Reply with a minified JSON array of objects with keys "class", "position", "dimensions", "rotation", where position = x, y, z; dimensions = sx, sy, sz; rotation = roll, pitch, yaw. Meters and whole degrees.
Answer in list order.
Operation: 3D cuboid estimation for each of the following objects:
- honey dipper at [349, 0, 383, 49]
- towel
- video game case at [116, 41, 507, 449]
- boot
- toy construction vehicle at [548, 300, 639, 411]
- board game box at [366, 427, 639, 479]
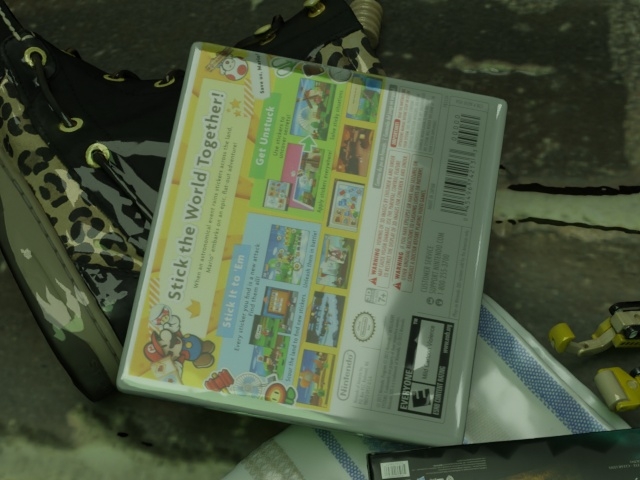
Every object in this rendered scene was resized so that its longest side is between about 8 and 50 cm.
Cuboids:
[{"class":"honey dipper","position":[0.043,-0.226,0.914],"dimensions":[0.030,0.030,0.161],"rotation":[3,53,9]},{"class":"towel","position":[0.057,0.168,0.632],"dimensions":[0.285,0.034,0.209],"rotation":[-33,57,-16]},{"class":"video game case","position":[0.000,0.000,0.657],"dimensions":[0.206,0.026,0.227],"rotation":[11,74,-1]},{"class":"boot","position":[-0.115,-0.100,0.776],"dimensions":[0.284,0.138,0.377],"rotation":[-25,60,-9]},{"class":"toy construction vehicle","position":[0.200,0.082,0.665],"dimensions":[0.098,0.035,0.086],"rotation":[-3,47,-27]},{"class":"board game box","position":[0.123,0.170,0.581],"dimensions":[0.186,0.026,0.126],"rotation":[-5,58,1]}]
